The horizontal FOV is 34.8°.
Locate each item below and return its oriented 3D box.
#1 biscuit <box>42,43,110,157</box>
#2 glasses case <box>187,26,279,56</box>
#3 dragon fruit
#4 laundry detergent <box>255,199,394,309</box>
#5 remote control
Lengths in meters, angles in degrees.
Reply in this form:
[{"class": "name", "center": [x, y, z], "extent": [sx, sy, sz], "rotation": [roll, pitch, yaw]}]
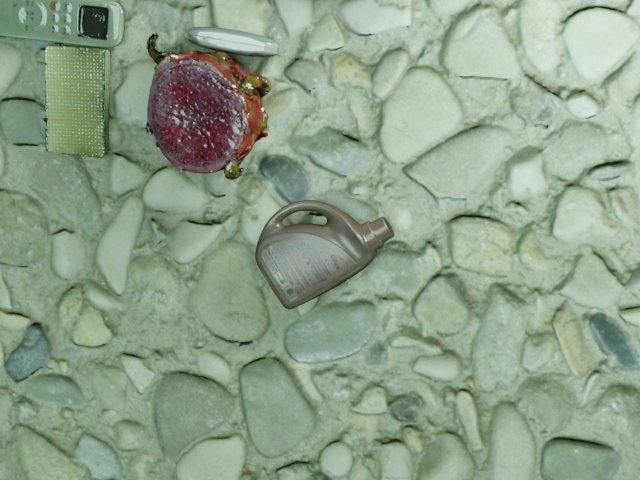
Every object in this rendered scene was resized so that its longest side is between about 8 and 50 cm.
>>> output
[{"class": "biscuit", "center": [-0.446, -0.256, 1.876], "extent": [0.121, 0.040, 0.200], "rotation": [6, 103, 7]}, {"class": "glasses case", "center": [-0.153, -0.348, 1.792], "extent": [0.164, 0.063, 0.041], "rotation": [10, 100, 8]}, {"class": "dragon fruit", "center": [-0.194, -0.241, 1.790], "extent": [0.211, 0.147, 0.282], "rotation": [-31, 92, 24]}, {"class": "laundry detergent", "center": [0.000, 0.000, 1.821], "extent": [0.237, 0.076, 0.171], "rotation": [-32, 93, 14]}, {"class": "remote control", "center": [-0.502, -0.407, 1.859], "extent": [0.309, 0.038, 0.090], "rotation": [9, 102, 8]}]
